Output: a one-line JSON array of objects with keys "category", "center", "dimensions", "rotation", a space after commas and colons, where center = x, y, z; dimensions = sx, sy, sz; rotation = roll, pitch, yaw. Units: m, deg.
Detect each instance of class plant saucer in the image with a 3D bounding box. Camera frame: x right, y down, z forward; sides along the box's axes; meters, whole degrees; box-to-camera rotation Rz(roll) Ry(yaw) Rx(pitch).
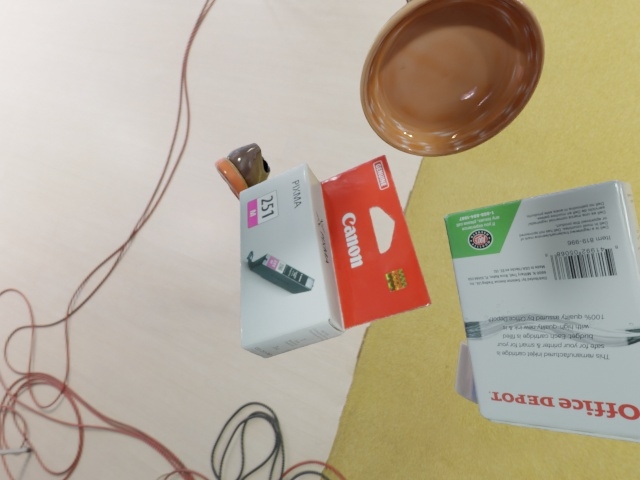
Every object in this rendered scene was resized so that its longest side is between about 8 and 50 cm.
[{"category": "plant saucer", "center": [0.144, -0.186, 0.469], "dimensions": [0.200, 0.200, 0.037], "rotation": [-14, 46, 17]}]

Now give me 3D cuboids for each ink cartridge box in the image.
[{"category": "ink cartridge box", "center": [0.000, 0.000, 0.579], "dimensions": [0.239, 0.060, 0.275], "rotation": [-22, 52, 18]}, {"category": "ink cartridge box", "center": [0.221, 0.062, 0.390], "dimensions": [0.153, 0.087, 0.208], "rotation": [-10, 87, 42]}]

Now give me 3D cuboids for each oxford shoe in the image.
[{"category": "oxford shoe", "center": [-0.145, -0.126, 0.893], "dimensions": [0.098, 0.271, 0.097], "rotation": [-40, 84, -7]}]

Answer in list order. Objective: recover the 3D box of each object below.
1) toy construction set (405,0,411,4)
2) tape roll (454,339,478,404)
[{"category": "toy construction set", "center": [0.218, -0.508, 0.860], "dimensions": [0.237, 0.257, 0.309], "rotation": [-24, 75, 4]}, {"category": "tape roll", "center": [0.302, 0.193, 0.566], "dimensions": [0.219, 0.219, 0.072], "rotation": [6, 82, 21]}]
